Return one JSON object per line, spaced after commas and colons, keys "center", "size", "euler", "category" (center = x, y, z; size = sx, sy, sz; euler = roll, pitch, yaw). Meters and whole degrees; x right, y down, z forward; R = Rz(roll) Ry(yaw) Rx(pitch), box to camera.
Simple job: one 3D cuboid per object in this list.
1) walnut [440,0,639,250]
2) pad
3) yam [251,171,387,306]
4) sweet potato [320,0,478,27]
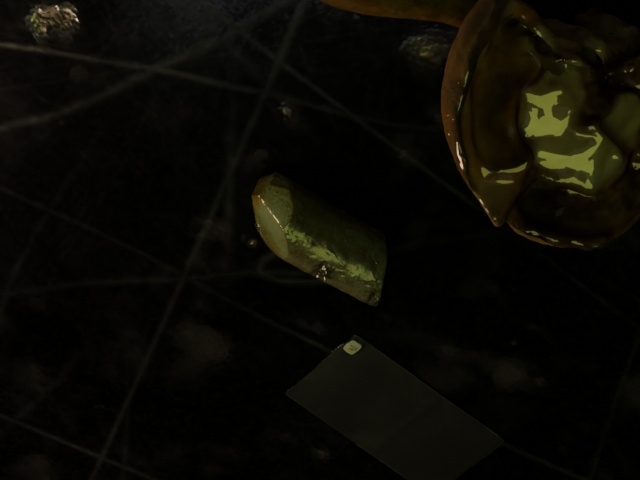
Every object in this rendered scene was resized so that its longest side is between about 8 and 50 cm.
{"center": [0.205, -0.099, 1.523], "size": [0.238, 0.141, 0.204], "euler": [1, 97, -8], "category": "walnut"}
{"center": [0.073, 0.173, 1.878], "size": [0.193, 0.004, 0.116], "euler": [36, 127, -17], "category": "pad"}
{"center": [0.000, 0.000, 1.714], "size": [0.146, 0.070, 0.070], "euler": [28, 129, -12], "category": "yam"}
{"center": [0.025, -0.223, 1.528], "size": [0.243, 0.077, 0.077], "euler": [24, 129, -6], "category": "sweet potato"}
